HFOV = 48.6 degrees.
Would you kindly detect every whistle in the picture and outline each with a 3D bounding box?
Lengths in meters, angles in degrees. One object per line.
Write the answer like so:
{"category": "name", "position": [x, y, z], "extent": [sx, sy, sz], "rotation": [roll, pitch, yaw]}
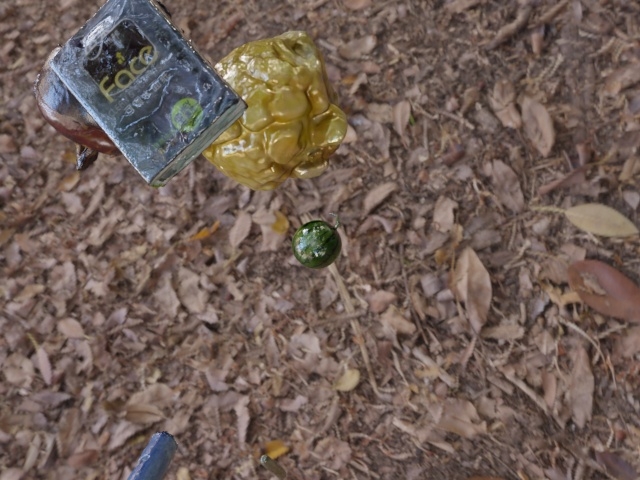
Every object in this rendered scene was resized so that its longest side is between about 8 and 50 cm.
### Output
{"category": "whistle", "position": [-0.332, 0.459, 1.266], "extent": [0.062, 0.062, 0.304], "rotation": [-18, 18, 16]}

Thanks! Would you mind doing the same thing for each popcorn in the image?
{"category": "popcorn", "position": [-0.128, -0.299, 1.648], "extent": [0.390, 0.354, 0.344], "rotation": [-14, 75, 40]}

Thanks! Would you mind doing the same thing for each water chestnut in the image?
{"category": "water chestnut", "position": [-0.473, -0.283, 1.536], "extent": [0.300, 0.300, 0.300], "rotation": [-13, 56, 20]}

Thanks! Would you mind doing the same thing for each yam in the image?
{"category": "yam", "position": [-0.083, 0.399, 1.248], "extent": [0.021, 0.116, 0.021], "rotation": [-7, 57, 11]}

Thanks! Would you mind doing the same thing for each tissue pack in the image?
{"category": "tissue pack", "position": [-0.235, -0.212, 0.970], "extent": [0.173, 0.073, 0.235], "rotation": [-41, 80, 5]}

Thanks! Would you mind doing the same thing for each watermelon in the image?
{"category": "watermelon", "position": [-0.002, 0.007, 1.377], "extent": [0.109, 0.109, 0.109], "rotation": [-13, 56, 20]}
